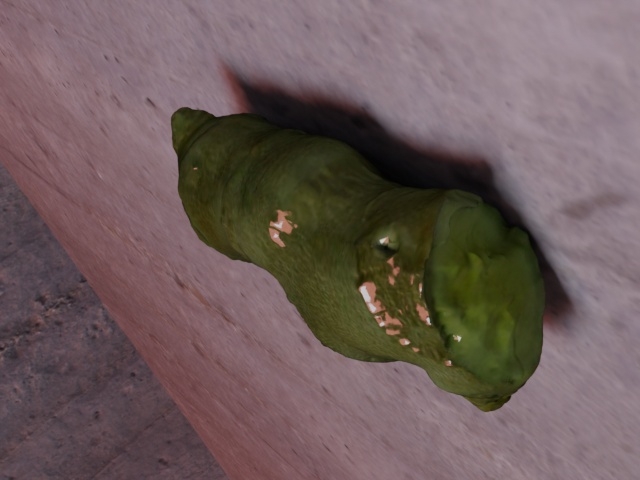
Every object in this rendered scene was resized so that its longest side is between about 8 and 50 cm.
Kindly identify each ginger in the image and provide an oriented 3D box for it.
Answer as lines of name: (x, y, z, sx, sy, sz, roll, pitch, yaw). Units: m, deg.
ginger: (0.001, 0.002, 0.527, 0.290, 0.089, 0.137, 27, 170, 45)
